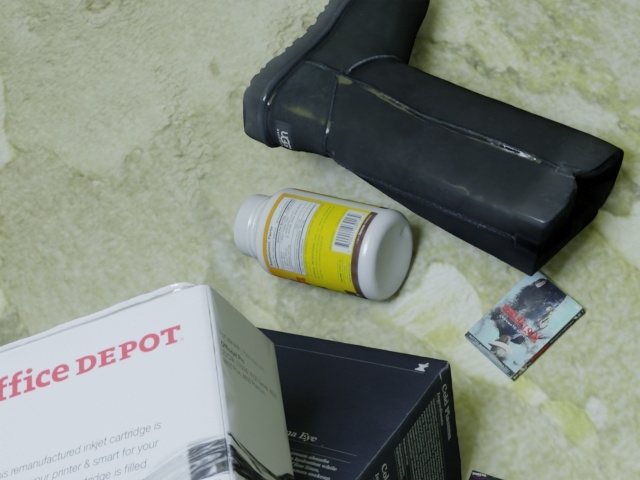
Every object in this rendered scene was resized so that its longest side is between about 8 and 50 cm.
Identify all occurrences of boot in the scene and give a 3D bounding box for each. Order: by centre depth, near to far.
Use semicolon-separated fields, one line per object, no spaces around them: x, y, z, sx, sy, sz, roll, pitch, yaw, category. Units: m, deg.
0.181;-0.178;1.676;0.445;0.146;0.367;24;61;30;boot

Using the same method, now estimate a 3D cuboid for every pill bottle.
0.000;0.000;1.676;0.215;0.117;0.117;13;68;31;pill bottle

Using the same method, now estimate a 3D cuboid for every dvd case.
0.241;0.098;1.568;0.119;0.013;0.087;-44;53;-3;dvd case

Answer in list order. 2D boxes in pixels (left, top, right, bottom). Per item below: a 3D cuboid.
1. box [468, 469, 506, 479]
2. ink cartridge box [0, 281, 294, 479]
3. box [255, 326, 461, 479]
0.199;0.297;1.444;0.083;0.052;0.062;12;68;32;box
-0.170;0.273;1.170;0.285;0.166;0.394;-19;58;15;ink cartridge box
-0.066;0.254;1.431;0.343;0.179;0.312;8;32;29;box
